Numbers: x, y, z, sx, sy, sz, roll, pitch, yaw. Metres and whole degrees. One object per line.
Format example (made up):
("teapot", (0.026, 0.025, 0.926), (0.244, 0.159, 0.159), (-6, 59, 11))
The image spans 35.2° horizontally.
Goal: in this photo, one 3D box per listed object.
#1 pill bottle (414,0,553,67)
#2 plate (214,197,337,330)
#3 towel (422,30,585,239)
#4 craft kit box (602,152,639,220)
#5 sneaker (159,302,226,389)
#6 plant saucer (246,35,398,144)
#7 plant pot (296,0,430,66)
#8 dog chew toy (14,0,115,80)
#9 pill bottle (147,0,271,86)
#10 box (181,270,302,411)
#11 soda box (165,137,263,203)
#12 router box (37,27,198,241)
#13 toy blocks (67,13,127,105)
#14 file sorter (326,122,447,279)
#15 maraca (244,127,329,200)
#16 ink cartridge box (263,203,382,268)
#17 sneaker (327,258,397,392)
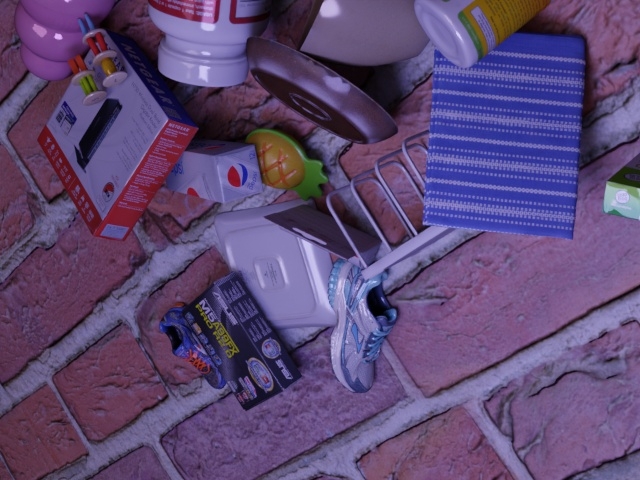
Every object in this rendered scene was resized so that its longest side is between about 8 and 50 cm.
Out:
("pill bottle", (0.277, -0.389, 1.544), (0.245, 0.136, 0.136), (-38, 83, -4))
("plate", (-0.094, 0.064, 2.107), (0.278, 0.045, 0.277), (-8, 104, 37))
("towel", (0.291, -0.176, 1.604), (0.243, 0.040, 0.336), (5, 82, 3))
("craft kit box", (0.567, -0.071, 1.463), (0.246, 0.250, 0.061), (13, 115, 29))
("sneaker", (-0.292, 0.251, 2.291), (0.221, 0.087, 0.083), (51, 129, 7))
("plant saucer", (-0.008, -0.252, 1.773), (0.310, 0.310, 0.050), (31, 86, 22))
("plant pot", (0.102, -0.403, 1.668), (0.190, 0.284, 0.284), (22, 124, -8))
("dog chew toy", (-0.548, -0.472, 2.117), (0.206, 0.206, 0.332), (42, 134, 14))
("pill bottle", (-0.195, -0.500, 1.833), (0.229, 0.229, 0.408), (23, 120, 26))
("box", (-0.175, 0.222, 2.178), (0.270, 0.060, 0.216), (57, 147, 2))
("soda box", (-0.223, -0.143, 2.014), (0.286, 0.091, 0.098), (16, 120, 58))
("router box", (-0.427, -0.219, 2.079), (0.301, 0.082, 0.335), (-54, 52, 20))
("toy blocks", (-0.462, -0.363, 2.018), (0.123, 0.054, 0.148), (-33, 79, 32))
("file sorter", (0.180, -0.086, 1.765), (0.277, 0.193, 0.173), (-34, 84, 39))
("maraca", (-0.069, -0.148, 1.972), (0.185, 0.099, 0.127), (31, 136, 7))
("ink cartridge box", (0.000, 0.000, 1.885), (0.181, 0.224, 0.056), (26, 107, 14))
("sneaker", (0.088, 0.177, 1.987), (0.122, 0.110, 0.283), (4, 112, 29))
